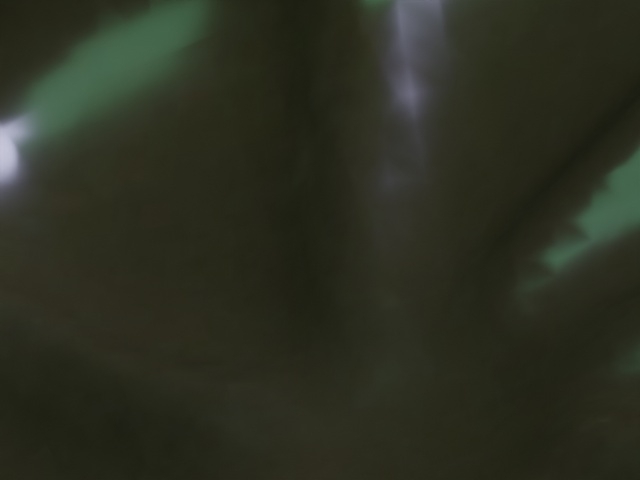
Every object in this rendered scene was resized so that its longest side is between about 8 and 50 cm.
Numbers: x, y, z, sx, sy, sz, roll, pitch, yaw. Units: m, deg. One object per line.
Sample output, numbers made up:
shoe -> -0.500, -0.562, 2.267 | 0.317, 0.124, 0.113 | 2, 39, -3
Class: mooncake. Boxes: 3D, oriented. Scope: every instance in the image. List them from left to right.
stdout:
mooncake -> 0.000, 0.000, 0.512 | 0.378, 0.201, 0.378 | -10, 132, -12
